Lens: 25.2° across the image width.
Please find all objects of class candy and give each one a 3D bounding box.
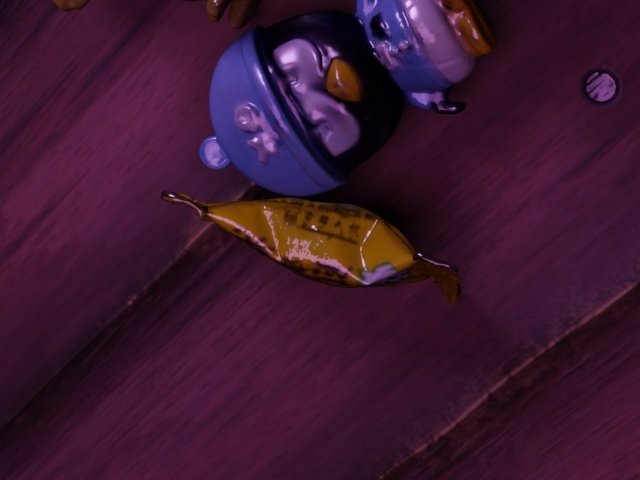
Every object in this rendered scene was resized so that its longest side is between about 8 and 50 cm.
[{"bbox_3d":[0.000,0.000,1.431,0.297,0.187,0.081,18,86,11],"label":"candy"}]

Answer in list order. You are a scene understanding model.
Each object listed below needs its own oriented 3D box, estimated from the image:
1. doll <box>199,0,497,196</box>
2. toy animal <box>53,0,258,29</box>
[{"bbox_3d":[0.012,-0.149,1.381,0.314,0.141,0.177,-29,96,22],"label":"doll"},{"bbox_3d":[-0.208,-0.315,1.376,0.363,0.181,0.180,14,105,11],"label":"toy animal"}]
